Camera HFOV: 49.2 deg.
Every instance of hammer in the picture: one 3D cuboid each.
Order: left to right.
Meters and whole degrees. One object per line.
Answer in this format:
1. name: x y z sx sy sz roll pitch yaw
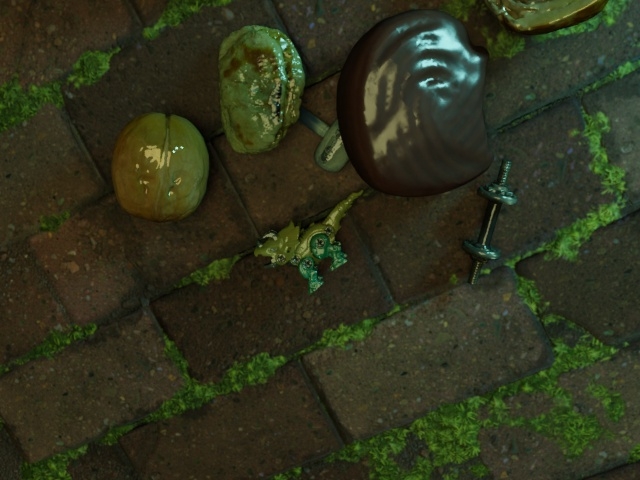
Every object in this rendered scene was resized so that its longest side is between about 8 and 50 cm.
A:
1. hammer: -0.012 -0.228 1.390 0.194 0.069 0.116 37 106 8

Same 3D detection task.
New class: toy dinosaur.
1. toy dinosaur: 0.000 0.000 1.429 0.259 0.094 0.153 -34 99 6

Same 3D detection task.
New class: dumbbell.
1. dumbbell: 0.330 -0.034 1.364 0.081 0.081 0.254 14 104 6

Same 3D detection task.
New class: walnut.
1. walnut: -0.318 -0.145 1.399 0.193 0.193 0.226 6 114 8

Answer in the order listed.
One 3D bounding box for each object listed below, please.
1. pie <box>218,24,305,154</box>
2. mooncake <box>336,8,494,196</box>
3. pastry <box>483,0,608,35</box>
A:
1. pie: -0.126 -0.293 1.358 0.201 0.090 0.248 0 96 30
2. mooncake: 0.185 -0.232 1.273 0.333 0.174 0.326 28 93 -13
3. pastry: 0.402 -0.463 1.205 0.255 0.170 0.237 -22 75 14
